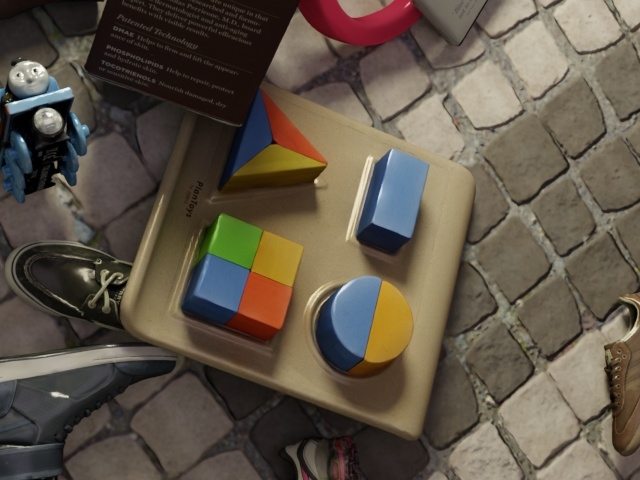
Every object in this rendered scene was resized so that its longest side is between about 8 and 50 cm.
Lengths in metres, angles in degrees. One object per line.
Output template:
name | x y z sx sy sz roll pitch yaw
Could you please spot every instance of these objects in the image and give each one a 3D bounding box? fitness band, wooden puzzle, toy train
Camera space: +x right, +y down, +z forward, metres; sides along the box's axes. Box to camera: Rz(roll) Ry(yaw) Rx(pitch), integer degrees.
fitness band | 0.050 -0.350 1.446 0.209 0.054 0.290 -26 125 -35
wooden puzzle | 0.000 0.000 1.406 0.348 0.080 0.322 24 62 -17
toy train | -0.275 -0.105 1.304 0.080 0.184 0.105 -21 81 -20

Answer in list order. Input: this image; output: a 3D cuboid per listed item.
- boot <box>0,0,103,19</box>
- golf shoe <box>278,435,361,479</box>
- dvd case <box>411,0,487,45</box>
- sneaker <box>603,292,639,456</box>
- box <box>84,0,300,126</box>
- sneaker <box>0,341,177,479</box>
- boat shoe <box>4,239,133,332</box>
boot | -0.302 -0.326 1.313 0.207 0.090 0.248 -13 133 -24
golf shoe | 0.002 0.296 1.435 0.086 0.067 0.186 -5 91 11
dvd case | 0.131 -0.348 1.470 0.253 0.022 0.180 38 81 -47
sneaker | 0.352 0.151 1.575 0.071 0.066 0.188 20 73 0
box | -0.110 -0.254 1.328 0.167 0.203 0.168 19 47 -10
sneaker | -0.241 0.184 1.336 0.226 0.086 0.163 -8 87 -19
boat shoe | -0.204 0.051 1.371 0.219 0.070 0.077 19 79 -17
